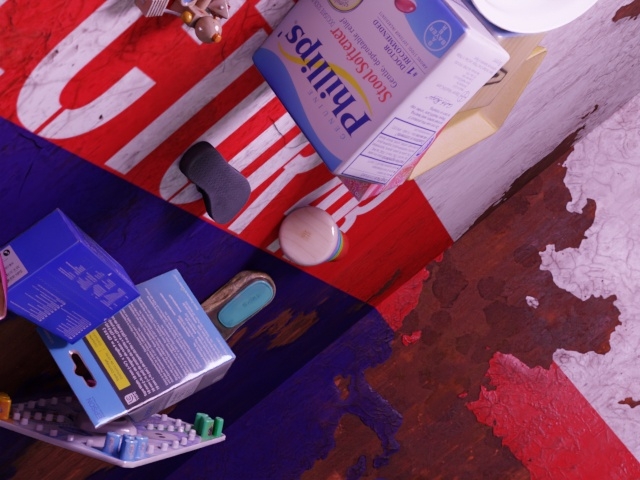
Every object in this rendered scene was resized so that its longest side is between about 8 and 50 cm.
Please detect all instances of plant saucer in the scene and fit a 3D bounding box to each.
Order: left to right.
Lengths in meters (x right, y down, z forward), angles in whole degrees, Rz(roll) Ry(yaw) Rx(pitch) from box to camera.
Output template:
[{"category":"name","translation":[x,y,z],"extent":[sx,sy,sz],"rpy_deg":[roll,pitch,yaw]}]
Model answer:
[{"category":"plant saucer","translation":[0.346,-0.320,2.104],"extent":[0.333,0.081,0.333],"rpy_deg":[-30,161,-26]}]

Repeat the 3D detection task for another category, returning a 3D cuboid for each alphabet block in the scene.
[{"category":"alphabet block","translation":[0.263,-0.370,1.624],"extent":[0.193,0.192,0.197],"rpy_deg":[-18,155,-45]}]

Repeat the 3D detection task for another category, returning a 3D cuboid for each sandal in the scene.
[{"category":"sandal","translation":[-0.193,-0.113,1.619],"extent":[0.097,0.054,0.254],"rpy_deg":[-42,154,-10]}]

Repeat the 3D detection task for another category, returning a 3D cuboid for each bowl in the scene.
[{"category":"bowl","translation":[0.342,-0.501,1.442],"extent":[0.298,0.134,0.298],"rpy_deg":[-9,124,-14]}]

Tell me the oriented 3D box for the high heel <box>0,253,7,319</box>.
[{"category":"high heel","translation":[-0.483,0.019,1.238],"extent":[0.082,0.117,0.244],"rpy_deg":[-27,160,-32]}]

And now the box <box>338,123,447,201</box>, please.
[{"category":"box","translation":[0.149,-0.238,1.811],"extent":[0.154,0.142,0.300],"rpy_deg":[-23,158,-42]}]

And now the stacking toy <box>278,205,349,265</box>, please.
[{"category":"stacking toy","translation":[0.000,0.000,2.186],"extent":[0.141,0.141,0.330],"rpy_deg":[-40,170,6]}]

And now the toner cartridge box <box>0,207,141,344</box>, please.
[{"category":"toner cartridge box","translation":[-0.443,0.074,1.534],"extent":[0.165,0.075,0.348],"rpy_deg":[-35,162,-7]}]

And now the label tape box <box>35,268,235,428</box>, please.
[{"category":"label tape box","translation":[-0.378,0.230,1.791],"extent":[0.333,0.240,0.106],"rpy_deg":[-24,160,-37]}]

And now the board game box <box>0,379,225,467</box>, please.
[{"category":"board game box","translation":[-0.453,0.376,1.870],"extent":[0.390,0.390,0.050],"rpy_deg":[10,90,-68]}]

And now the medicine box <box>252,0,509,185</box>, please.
[{"category":"medicine box","translation":[0.084,-0.278,1.344],"extent":[0.289,0.263,0.149],"rpy_deg":[-46,153,23]}]

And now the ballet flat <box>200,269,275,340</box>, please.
[{"category":"ballet flat","translation":[-0.263,0.191,2.158],"extent":[0.348,0.123,0.123],"rpy_deg":[-38,163,-2]}]

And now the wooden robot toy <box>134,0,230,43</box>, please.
[{"category":"wooden robot toy","translation":[-0.156,-0.297,1.154],"extent":[0.076,0.079,0.173],"rpy_deg":[-46,162,24]}]
